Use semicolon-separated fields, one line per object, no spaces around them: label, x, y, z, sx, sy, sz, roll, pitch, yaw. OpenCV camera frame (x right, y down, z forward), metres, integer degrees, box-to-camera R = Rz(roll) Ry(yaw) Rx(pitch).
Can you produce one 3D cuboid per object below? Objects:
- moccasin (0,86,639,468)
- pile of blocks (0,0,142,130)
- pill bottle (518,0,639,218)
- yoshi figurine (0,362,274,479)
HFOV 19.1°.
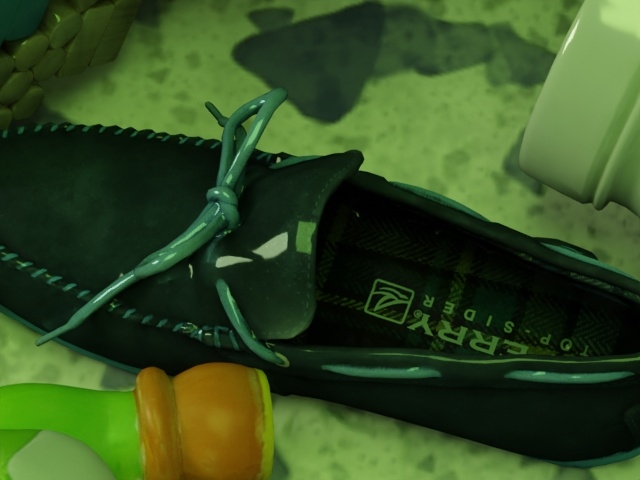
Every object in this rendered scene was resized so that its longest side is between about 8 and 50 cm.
moccasin;0.000;0.000;0.843;0.342;0.117;0.138;11;66;3
pile of blocks;-0.157;-0.134;0.874;0.112;0.149;0.362;41;68;18
pill bottle;0.264;-0.017;0.819;0.334;0.188;0.188;28;68;10
yoshi figurine;-0.196;0.154;0.770;0.362;0.203;0.203;-3;106;-18
